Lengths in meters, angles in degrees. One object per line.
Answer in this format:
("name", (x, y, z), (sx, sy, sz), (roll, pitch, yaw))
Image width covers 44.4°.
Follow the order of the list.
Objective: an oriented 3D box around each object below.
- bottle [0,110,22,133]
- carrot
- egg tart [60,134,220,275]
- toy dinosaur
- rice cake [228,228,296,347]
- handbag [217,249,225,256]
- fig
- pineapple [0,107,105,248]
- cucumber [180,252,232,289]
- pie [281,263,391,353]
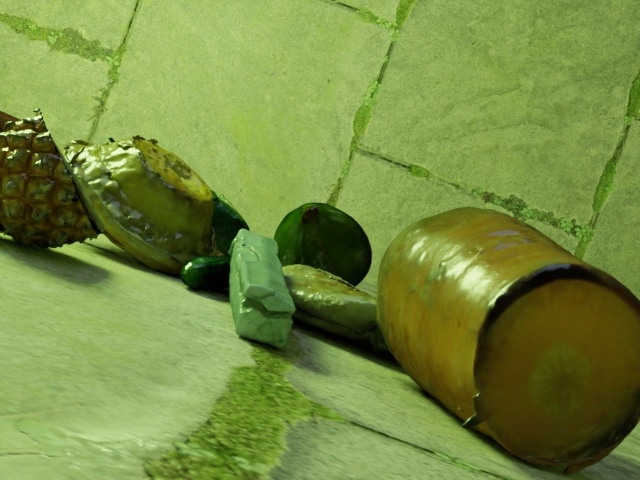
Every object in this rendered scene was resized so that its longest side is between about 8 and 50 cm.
("bottle", (-0.540, -0.142, 1.270), (0.143, 0.144, 0.336), (20, -2, 11))
("carrot", (0.187, 0.082, 0.851), (0.224, 0.224, 0.340), (20, 4, -13))
("egg tart", (-0.252, -0.068, 1.183), (0.294, 0.116, 0.295), (40, 10, -8))
("toy dinosaur", (-0.168, -0.013, 1.338), (0.447, 0.087, 0.301), (34, 6, -30))
("rice cake", (-0.078, 0.047, 0.966), (0.066, 0.063, 0.336), (19, 8, -12))
("handbag", (-0.186, 0.021, 1.622), (0.157, 0.059, 0.212), (19, 3, -22))
("fig", (0.000, 0.000, 1.494), (0.195, 0.195, 0.245), (20, -36, 23))
("pineapple", (-0.344, -0.048, 0.894), (0.162, 0.136, 0.176), (63, -11, -5))
("cucumber", (-0.132, 0.040, 1.156), (0.056, 0.056, 0.284), (20, 10, 16))
("pie", (0.054, 0.105, 1.155), (0.338, 0.077, 0.339), (19, 0, 0))
